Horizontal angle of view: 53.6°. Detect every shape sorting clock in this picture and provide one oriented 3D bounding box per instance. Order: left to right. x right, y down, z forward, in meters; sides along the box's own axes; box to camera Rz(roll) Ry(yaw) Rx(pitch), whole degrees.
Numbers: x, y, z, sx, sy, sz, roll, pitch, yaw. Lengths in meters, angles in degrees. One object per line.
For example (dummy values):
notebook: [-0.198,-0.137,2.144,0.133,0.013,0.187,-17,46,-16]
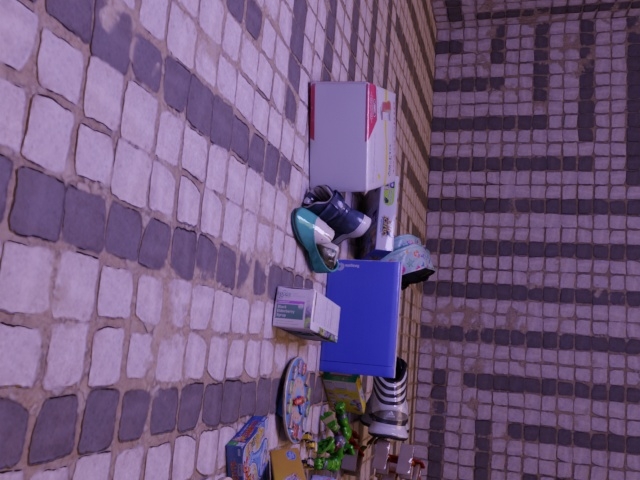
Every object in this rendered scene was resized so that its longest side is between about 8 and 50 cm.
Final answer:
shape sorting clock: [-0.055,0.386,1.537,0.206,0.040,0.206,2,90,-73]

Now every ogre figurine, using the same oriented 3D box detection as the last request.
ogre figurine: [0.039,0.566,1.773,0.197,0.097,0.118,-86,155,-48]

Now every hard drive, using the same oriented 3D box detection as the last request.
hard drive: [0.114,0.214,1.775,0.040,0.210,0.318,34,60,-69]

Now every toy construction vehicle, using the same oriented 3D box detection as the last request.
toy construction vehicle: [-0.034,0.549,1.645,0.098,0.035,0.085,66,19,-59]

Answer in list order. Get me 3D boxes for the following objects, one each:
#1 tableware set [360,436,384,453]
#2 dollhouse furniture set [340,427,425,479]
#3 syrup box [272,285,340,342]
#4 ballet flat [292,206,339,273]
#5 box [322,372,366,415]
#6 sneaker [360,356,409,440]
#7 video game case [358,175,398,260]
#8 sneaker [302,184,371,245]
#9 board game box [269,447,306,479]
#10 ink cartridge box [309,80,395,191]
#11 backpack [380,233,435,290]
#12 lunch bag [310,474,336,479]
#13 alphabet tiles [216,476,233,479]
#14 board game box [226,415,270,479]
tableware set: [0.187,0.713,2.218,0.024,0.154,0.104,49,16,5]
dollhouse furniture set: [0.205,0.699,2.038,0.262,0.259,0.135,67,33,-53]
syrup box: [-0.028,0.180,1.511,0.237,0.093,0.096,43,51,-68]
ballet flat: [0.000,0.000,1.595,0.247,0.087,0.083,69,29,-51]
box: [0.073,0.449,1.849,0.043,0.105,0.179,-69,155,-46]
sneaker: [0.239,0.516,2.148,0.447,0.169,0.257,89,9,-81]
video game case: [0.187,-0.061,2.068,0.269,0.061,0.244,126,-29,-76]
sneaker: [0.017,-0.067,1.650,0.086,0.163,0.226,-62,-165,-20]
board game box: [-0.052,0.591,1.228,0.316,0.064,0.242,-133,-139,-77]
ink cartridge box: [0.102,-0.288,1.768,0.385,0.160,0.279,-27,118,-71]
backpack: [0.291,0.085,2.330,0.253,0.225,0.191,0,70,-68]
lunch bag: [0.007,0.682,1.716,0.053,0.071,0.083,36,57,-68]
alphabet tiles: [-0.172,0.562,1.080,0.278,0.021,0.284,-22,103,-57]
board game box: [-0.142,0.475,1.271,0.136,0.035,0.201,-31,121,-70]
